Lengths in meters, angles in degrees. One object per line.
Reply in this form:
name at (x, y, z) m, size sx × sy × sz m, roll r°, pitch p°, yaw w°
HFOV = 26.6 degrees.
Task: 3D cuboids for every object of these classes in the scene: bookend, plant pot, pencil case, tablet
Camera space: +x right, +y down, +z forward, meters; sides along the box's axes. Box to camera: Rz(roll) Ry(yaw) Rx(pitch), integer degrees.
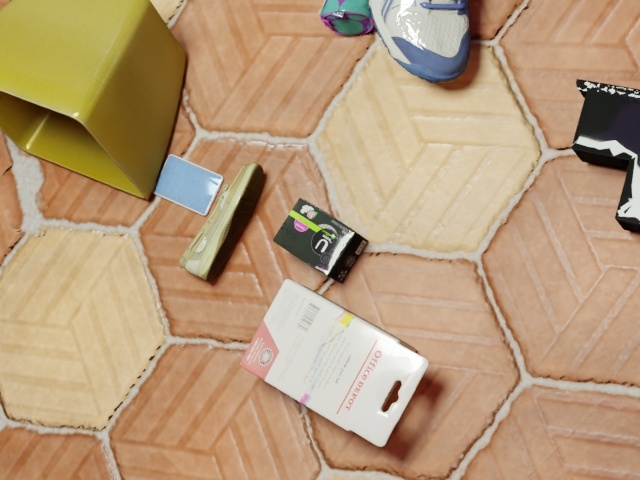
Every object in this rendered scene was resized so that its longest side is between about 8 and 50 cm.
bookend at (0.335, -0.076, 1.437) m, size 0.156 × 0.072 × 0.157 m, roll 13°, pitch 84°, yaw 24°
plant pot at (-0.284, -0.203, 1.644) m, size 0.212 × 0.212 × 0.187 m, roll 22°, pitch 73°, yaw 24°
pencil case at (0.036, -0.325, 1.612) m, size 0.070 × 0.064 × 0.151 m, roll 4°, pitch 79°, yaw 8°
tablet at (-0.163, -0.069, 1.664) m, size 0.083 × 0.006 × 0.054 m, roll 24°, pitch 87°, yaw 23°

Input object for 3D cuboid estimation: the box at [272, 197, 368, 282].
box at (0.000, 0.000, 1.561) m, size 0.083 × 0.052 × 0.062 m, roll 32°, pitch 90°, yaw 23°

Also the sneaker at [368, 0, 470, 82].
sneaker at (0.119, -0.328, 1.526) m, size 0.112 × 0.131 × 0.296 m, roll -5°, pitch 77°, yaw -22°

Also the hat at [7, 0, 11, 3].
hat at (-0.405, -0.378, 1.817) m, size 0.208 × 0.183 × 0.173 m, roll -31°, pitch 71°, yaw -33°

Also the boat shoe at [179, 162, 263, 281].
boat shoe at (-0.118, -0.027, 1.612) m, size 0.048 × 0.056 × 0.153 m, roll 27°, pitch 96°, yaw 19°

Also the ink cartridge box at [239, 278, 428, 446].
ink cartridge box at (0.024, 0.140, 1.512) m, size 0.198 × 0.067 × 0.115 m, roll 29°, pitch 90°, yaw 26°
